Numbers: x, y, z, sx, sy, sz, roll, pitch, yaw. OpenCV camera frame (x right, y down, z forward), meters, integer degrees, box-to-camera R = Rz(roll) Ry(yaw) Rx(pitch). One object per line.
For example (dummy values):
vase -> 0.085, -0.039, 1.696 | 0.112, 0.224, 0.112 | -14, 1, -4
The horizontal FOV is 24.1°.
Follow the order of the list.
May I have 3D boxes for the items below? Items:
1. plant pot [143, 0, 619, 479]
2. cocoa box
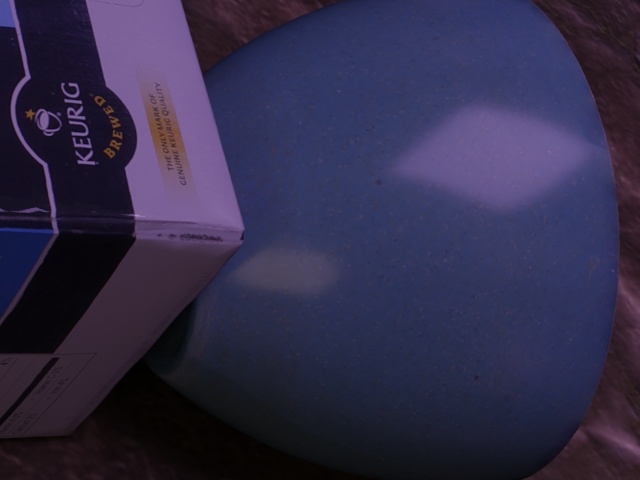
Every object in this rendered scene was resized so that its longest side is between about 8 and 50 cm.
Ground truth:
plant pot -> 0.000, 0.000, 0.830 | 0.195, 0.290, 0.290 | -3, 60, -26
cocoa box -> -0.221, -0.094, 0.770 | 0.228, 0.231, 0.347 | 2, 58, -33
